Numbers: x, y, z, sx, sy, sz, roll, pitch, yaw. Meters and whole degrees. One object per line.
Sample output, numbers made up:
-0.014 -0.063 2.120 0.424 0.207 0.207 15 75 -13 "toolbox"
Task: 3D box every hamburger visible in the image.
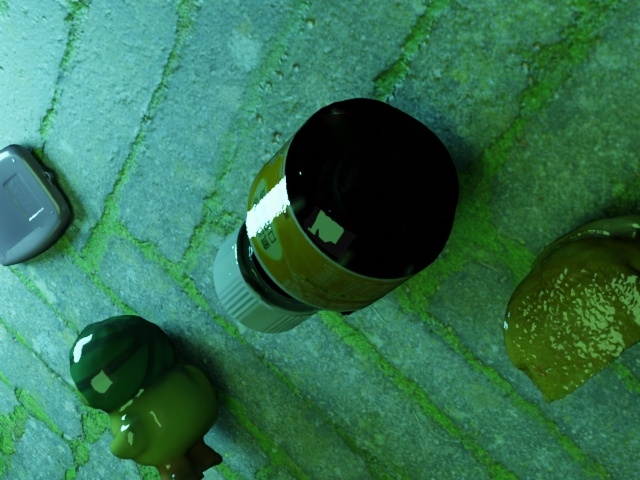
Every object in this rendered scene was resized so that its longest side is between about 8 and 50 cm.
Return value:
0.326 0.061 1.367 0.156 0.144 0.283 49 133 11 "hamburger"

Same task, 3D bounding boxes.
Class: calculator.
-0.559 -0.059 2.075 0.294 0.043 0.194 -31 96 45 "calculator"

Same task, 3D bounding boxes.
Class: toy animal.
-0.288 0.273 1.980 0.191 0.216 0.338 -34 91 19 "toy animal"

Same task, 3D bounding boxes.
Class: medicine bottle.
0.000 0.000 1.522 0.242 0.242 0.395 47 144 3 "medicine bottle"
